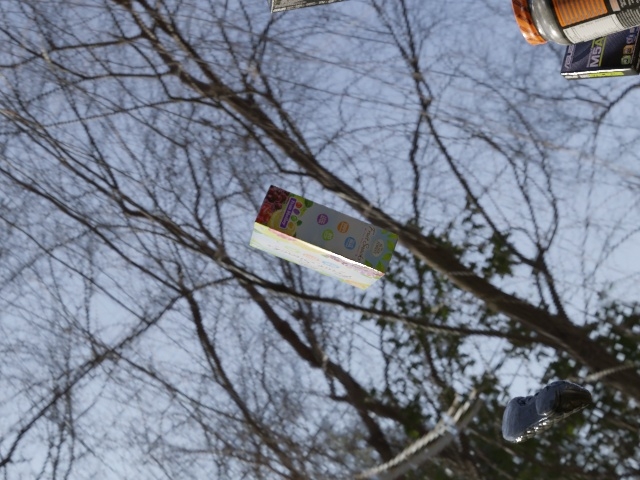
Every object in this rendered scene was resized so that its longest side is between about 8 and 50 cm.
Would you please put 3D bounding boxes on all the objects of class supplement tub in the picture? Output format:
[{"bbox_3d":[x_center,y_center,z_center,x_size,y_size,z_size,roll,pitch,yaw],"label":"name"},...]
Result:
[{"bbox_3d":[0.574,-0.523,1.761,0.207,0.338,0.207,20,-114,-52],"label":"supplement tub"}]

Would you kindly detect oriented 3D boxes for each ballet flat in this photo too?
[{"bbox_3d":[0.262,0.210,1.037,0.049,0.173,0.057,10,-114,-11],"label":"ballet flat"}]

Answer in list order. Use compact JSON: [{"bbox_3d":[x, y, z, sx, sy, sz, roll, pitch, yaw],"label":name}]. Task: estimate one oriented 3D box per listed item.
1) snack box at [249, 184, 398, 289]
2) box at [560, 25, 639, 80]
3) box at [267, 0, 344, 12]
[{"bbox_3d":[0.000,0.000,1.342,0.207,0.174,0.070,23,-103,-3],"label":"snack box"},{"bbox_3d":[0.651,-0.462,1.966,0.045,0.184,0.190,24,-101,-43],"label":"box"},{"bbox_3d":[-0.009,-0.495,1.579,0.180,0.147,0.077,-12,-102,-9],"label":"box"}]
